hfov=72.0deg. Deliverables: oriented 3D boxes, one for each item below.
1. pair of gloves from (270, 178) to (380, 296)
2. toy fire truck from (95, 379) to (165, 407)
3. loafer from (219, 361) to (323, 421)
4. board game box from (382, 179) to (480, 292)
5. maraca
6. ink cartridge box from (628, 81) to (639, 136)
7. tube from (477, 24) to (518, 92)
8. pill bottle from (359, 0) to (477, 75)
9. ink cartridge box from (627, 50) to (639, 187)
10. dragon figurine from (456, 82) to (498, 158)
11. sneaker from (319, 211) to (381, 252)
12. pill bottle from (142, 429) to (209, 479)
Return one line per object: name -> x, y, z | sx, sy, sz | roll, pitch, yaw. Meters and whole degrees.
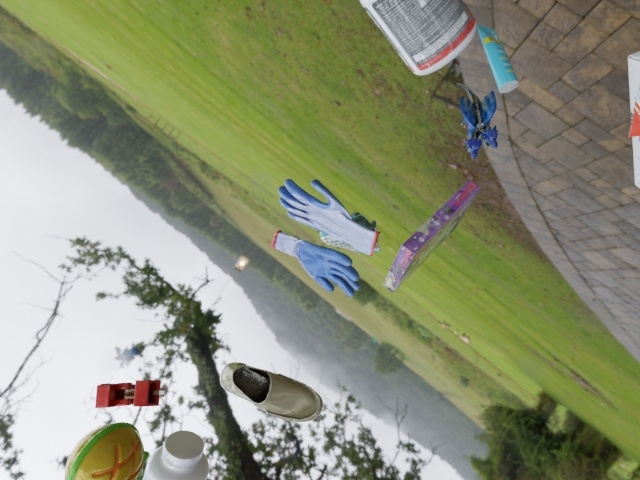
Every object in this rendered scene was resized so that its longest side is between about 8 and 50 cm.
pair of gloves -> 0.000, 0.000, 0.628 | 0.159, 0.023, 0.198 | 29, 143, 12
toy fire truck -> -0.364, 0.305, 0.878 | 0.135, 0.047, 0.192 | -4, 162, 1
loafer -> -0.118, 0.374, 1.076 | 0.268, 0.102, 0.092 | 20, 161, -5
board game box -> 0.320, -0.013, 1.266 | 0.056, 0.347, 0.208 | 37, 147, 22
maraca -> -0.331, 0.362, 0.698 | 0.099, 0.127, 0.186 | 21, 140, 23
ink cartridge box -> 0.423, -0.173, 0.535 | 0.063, 0.029, 0.115 | -3, 132, 17
tube -> 0.497, -0.516, 1.239 | 0.080, 0.207, 0.052 | 0, 159, -35
pill bottle -> 0.232, -0.641, 1.160 | 0.363, 0.210, 0.210 | 42, 172, -26
ink cartridge box -> 0.711, -0.236, 0.806 | 0.121, 0.211, 0.289 | -94, -20, -58
dragon figurine -> 0.403, -0.324, 1.125 | 0.085, 0.289, 0.144 | -5, 159, 17
sneaker -> 0.059, -0.023, 0.872 | 0.065, 0.076, 0.166 | -8, 164, 39
pill bottle -> -0.355, 0.594, 1.055 | 0.146, 0.264, 0.146 | 16, -166, -4
